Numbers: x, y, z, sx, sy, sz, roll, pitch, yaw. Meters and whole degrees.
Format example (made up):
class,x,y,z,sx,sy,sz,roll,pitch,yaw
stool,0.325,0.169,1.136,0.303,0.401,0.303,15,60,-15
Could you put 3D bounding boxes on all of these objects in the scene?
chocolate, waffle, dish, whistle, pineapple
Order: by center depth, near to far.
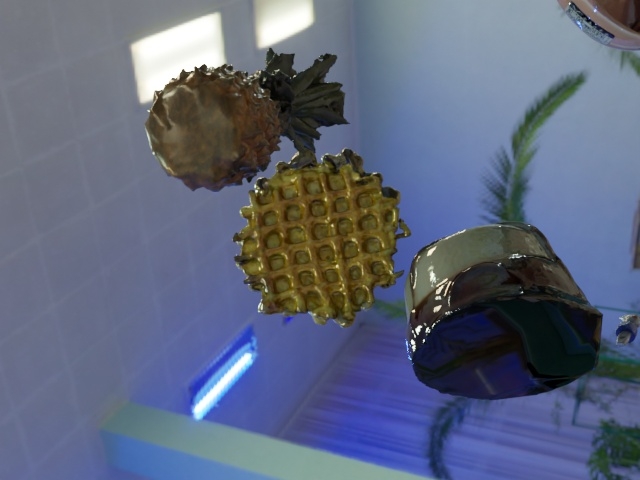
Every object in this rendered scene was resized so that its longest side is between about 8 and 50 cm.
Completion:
class,x,y,z,sx,sy,sz,roll,pitch,yaw
pineapple,-0.062,-0.131,0.788,0.130,0.119,0.277,63,-156,-4
dish,0.341,-0.303,0.899,0.090,0.213,0.213,138,148,-71
whistle,0.440,0.128,1.148,0.083,0.033,0.029,-38,-65,-48
chocolate,0.251,0.087,1.151,0.283,0.284,0.186,66,-161,-49
waffle,0.005,-0.010,1.361,0.062,0.329,0.329,71,-148,-73
